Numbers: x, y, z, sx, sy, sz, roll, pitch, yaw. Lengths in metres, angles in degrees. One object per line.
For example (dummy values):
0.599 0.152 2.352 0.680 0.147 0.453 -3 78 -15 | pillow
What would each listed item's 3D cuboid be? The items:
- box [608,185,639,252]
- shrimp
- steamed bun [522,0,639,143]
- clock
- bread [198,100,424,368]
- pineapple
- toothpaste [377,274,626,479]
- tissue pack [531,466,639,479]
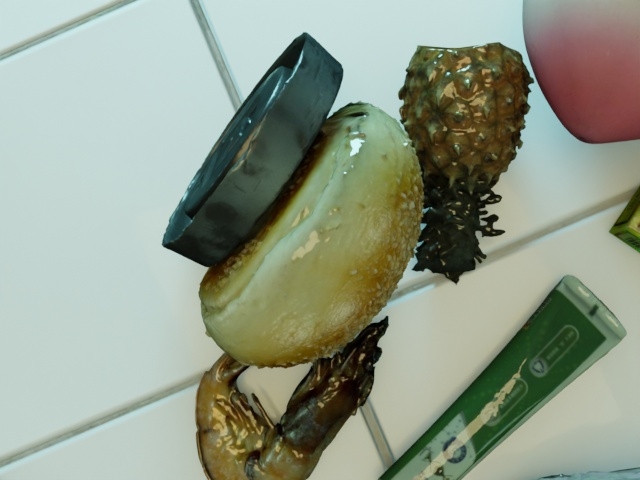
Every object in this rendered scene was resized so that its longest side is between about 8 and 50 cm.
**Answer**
0.479 -0.007 0.784 0.220 0.064 0.141 36 87 5 | box
-0.046 0.180 0.804 0.178 0.075 0.289 36 101 9 | shrimp
0.345 -0.224 0.699 0.309 0.309 0.310 0 84 4 | steamed bun
-0.076 -0.096 0.729 0.055 0.280 0.281 33 87 -17 | clock
0.000 0.000 0.712 0.158 0.305 0.306 34 87 -13 | bread
0.153 -0.083 0.783 0.157 0.158 0.279 9 97 5 | pineapple
0.190 0.205 0.785 0.392 0.061 0.099 -43 83 -4 | toothpaste
0.334 0.411 0.702 0.244 0.123 0.333 -21 80 29 | tissue pack
